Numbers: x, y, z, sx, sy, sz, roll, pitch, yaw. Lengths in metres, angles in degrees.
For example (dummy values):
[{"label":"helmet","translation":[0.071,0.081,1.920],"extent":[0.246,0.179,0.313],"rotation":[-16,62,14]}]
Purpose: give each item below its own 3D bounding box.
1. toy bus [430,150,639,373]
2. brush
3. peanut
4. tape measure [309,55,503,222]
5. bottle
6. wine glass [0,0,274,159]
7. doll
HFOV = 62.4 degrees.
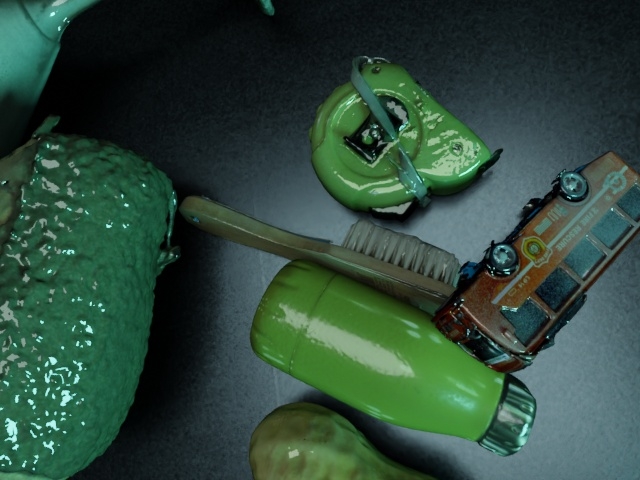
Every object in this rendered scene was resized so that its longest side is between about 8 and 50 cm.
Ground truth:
[{"label":"toy bus","translation":[0.203,0.014,0.472],"extent":[0.096,0.073,0.235],"rotation":[44,71,12]},{"label":"brush","translation":[0.000,0.000,0.562],"extent":[0.327,0.070,0.065],"rotation":[18,68,16]},{"label":"peanut","translation":[0.058,0.257,0.476],"extent":[0.290,0.130,0.130],"rotation":[27,88,16]},{"label":"tape measure","translation":[0.066,-0.100,0.545],"extent":[0.154,0.087,0.177],"rotation":[-42,74,5]},{"label":"bottle","translation":[0.067,0.113,0.501],"extent":[0.260,0.112,0.112],"rotation":[24,88,12]},{"label":"wine glass","translation":[-0.274,-0.251,0.566],"extent":[0.406,0.267,0.267],"rotation":[-28,77,2]},{"label":"doll","translation":[-0.280,0.058,0.519],"extent":[0.247,0.247,0.349],"rotation":[18,81,14]}]
